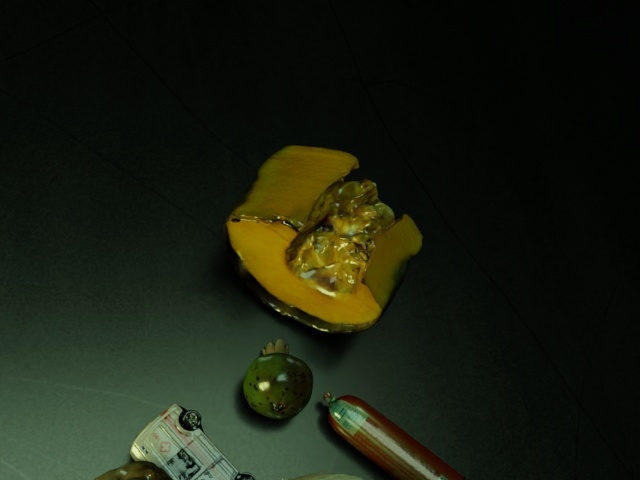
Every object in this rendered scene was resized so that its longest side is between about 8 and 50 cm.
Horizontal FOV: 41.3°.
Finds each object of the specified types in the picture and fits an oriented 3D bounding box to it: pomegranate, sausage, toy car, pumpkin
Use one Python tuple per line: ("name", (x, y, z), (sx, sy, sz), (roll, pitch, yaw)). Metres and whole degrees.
("pomegranate", (-0.067, 0.221, 1.376), (0.115, 0.114, 0.142), (9, 37, -11))
("sausage", (0.110, 0.333, 1.381), (0.264, 0.083, 0.083), (38, 61, 6))
("toy car", (-0.187, 0.351, 1.280), (0.209, 0.089, 0.108), (45, 62, 10))
("pumpkin", (0.000, 0.000, 1.413), (0.303, 0.256, 0.225), (49, 55, -16))

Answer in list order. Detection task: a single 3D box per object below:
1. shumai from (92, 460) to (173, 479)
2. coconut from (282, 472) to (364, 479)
("shumai", (-0.260, 0.497, 1.177), (0.283, 0.217, 0.346), (37, 67, -31))
("coconut", (0.010, 0.449, 1.208), (0.231, 0.227, 0.227), (-5, 66, -22))
